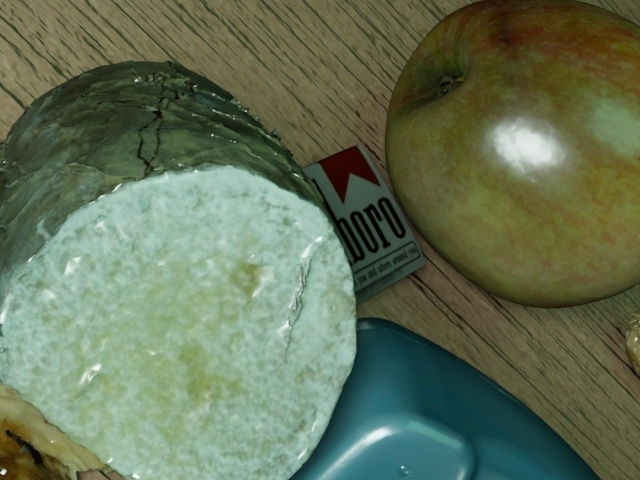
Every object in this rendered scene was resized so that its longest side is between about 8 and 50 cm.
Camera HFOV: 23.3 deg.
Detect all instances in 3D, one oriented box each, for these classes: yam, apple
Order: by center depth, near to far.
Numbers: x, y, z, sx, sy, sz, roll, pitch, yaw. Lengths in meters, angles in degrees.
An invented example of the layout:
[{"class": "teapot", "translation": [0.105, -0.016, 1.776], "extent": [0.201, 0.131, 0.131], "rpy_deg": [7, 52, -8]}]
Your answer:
[{"class": "yam", "translation": [-0.094, 0.004, 0.927], "extent": [0.202, 0.201, 0.271], "rpy_deg": [43, 0, -24]}, {"class": "apple", "translation": [0.182, -0.079, 1.277], "extent": [0.234, 0.257, 0.257], "rpy_deg": [36, 44, -29]}]

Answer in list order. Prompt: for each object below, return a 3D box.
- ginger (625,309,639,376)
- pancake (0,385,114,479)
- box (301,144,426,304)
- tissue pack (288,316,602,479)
[{"class": "ginger", "translation": [0.356, 0.112, 1.484], "extent": [0.190, 0.069, 0.095], "rpy_deg": [20, 58, -39]}, {"class": "pancake", "translation": [-0.221, 0.085, 0.897], "extent": [0.257, 0.056, 0.212], "rpy_deg": [-19, 81, -51]}, {"class": "box", "translation": [0.000, 0.000, 1.202], "extent": [0.177, 0.036, 0.115], "rpy_deg": [-26, 86, -51]}, {"class": "tissue pack", "translation": [0.074, 0.187, 1.024], "extent": [0.287, 0.198, 0.206], "rpy_deg": [37, 12, -20]}]
